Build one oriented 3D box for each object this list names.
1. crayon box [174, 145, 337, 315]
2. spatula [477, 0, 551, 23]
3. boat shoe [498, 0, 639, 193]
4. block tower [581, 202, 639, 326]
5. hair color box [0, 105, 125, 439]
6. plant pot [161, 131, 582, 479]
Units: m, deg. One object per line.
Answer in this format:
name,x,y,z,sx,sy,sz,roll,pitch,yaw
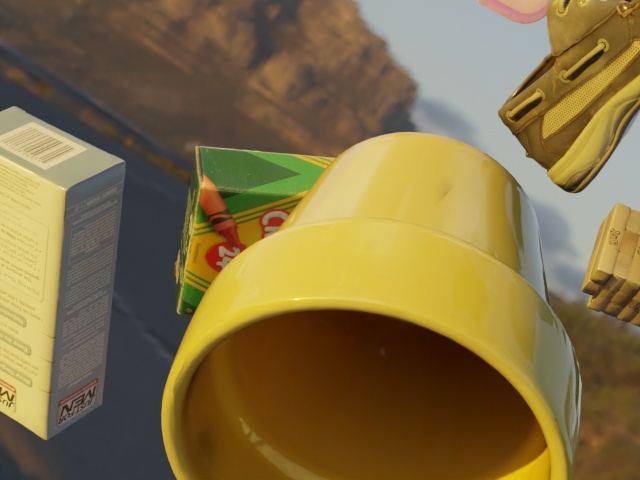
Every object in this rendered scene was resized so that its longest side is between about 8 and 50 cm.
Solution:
crayon box,0.000,0.000,1.949,0.318,0.202,0.081,3,41,-12
spatula,0.237,-0.350,1.606,0.084,0.296,0.030,34,28,25
boat shoe,0.263,-0.190,1.499,0.130,0.355,0.132,33,42,3
block tower,0.452,0.070,1.804,0.335,0.097,0.091,22,-27,-1
hair color box,-0.363,0.043,2.096,0.185,0.374,0.113,26,35,25
plant pot,0.049,0.061,1.082,0.254,0.254,0.239,34,38,-11
